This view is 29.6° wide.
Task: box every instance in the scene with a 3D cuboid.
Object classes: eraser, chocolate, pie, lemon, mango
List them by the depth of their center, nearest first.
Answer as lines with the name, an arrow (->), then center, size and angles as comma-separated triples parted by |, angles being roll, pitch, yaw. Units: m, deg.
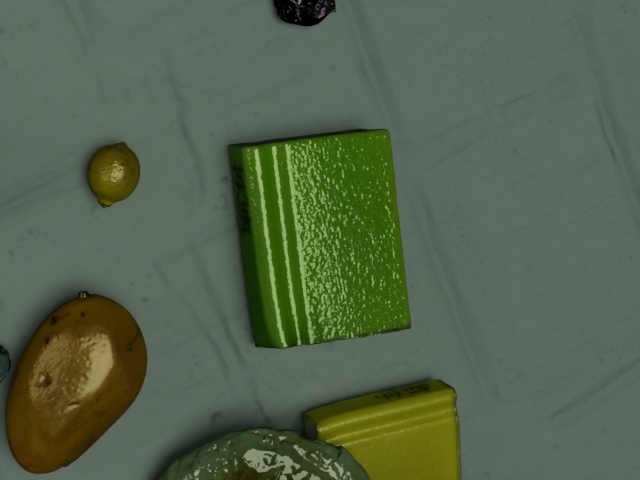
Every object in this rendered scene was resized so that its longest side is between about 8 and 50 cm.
mango -> -0.292, 0.176, 1.449 | 0.147, 0.109, 0.227 | 24, 89, -29
lemon -> -0.249, -0.079, 1.459 | 0.062, 0.062, 0.083 | 16, 89, -26
chocolate -> -0.041, -0.331, 1.519 | 0.072, 0.070, 0.147 | -28, 110, 11
pie -> -0.078, 0.373, 1.559 | 0.306, 0.071, 0.306 | -1, 104, -5
eraser -> 0.000, 0.000, 1.569 | 0.210, 0.092, 0.274 | -8, 100, -23
eraser -> 0.086, 0.288, 1.659 | 0.226, 0.069, 0.158 | -9, 102, -23

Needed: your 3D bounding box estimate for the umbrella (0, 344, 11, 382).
umbrella -> -0.478, 0.116, 1.389 | 0.250, 0.052, 0.053 | 19, 124, -26
